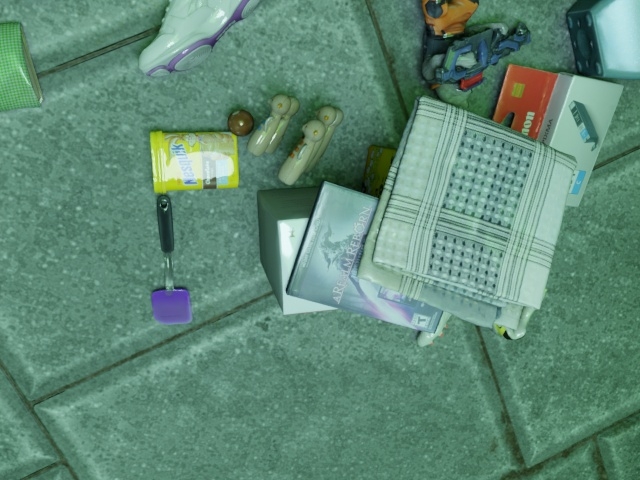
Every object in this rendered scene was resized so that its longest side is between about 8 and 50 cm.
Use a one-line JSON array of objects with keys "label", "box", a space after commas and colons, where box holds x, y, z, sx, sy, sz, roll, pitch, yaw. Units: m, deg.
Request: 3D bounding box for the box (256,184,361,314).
[{"label": "box", "box": [0.000, 0.000, 1.081, 0.215, 0.345, 0.168, -4, 104, -11]}]

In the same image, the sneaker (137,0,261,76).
[{"label": "sneaker", "box": [-0.248, -0.444, 1.058, 0.305, 0.114, 0.152, -44, 95, -4]}]

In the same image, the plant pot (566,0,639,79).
[{"label": "plant pot", "box": [0.695, -0.473, 1.191, 0.252, 0.248, 0.247, -18, 108, 9]}]

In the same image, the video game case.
[{"label": "video game case", "box": [0.101, 0.033, 0.911, 0.274, 0.026, 0.196, 16, 100, -14]}]

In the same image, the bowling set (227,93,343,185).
[{"label": "bowling set", "box": [-0.073, -0.231, 1.066, 0.200, 0.287, 0.154, 32, 104, -4]}]

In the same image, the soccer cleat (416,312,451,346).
[{"label": "soccer cleat", "box": [0.290, 0.171, 1.341, 0.076, 0.068, 0.196, 38, 91, -3]}]

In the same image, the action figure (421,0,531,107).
[{"label": "action figure", "box": [0.302, -0.455, 1.174, 0.341, 0.178, 0.330, -23, 116, -38]}]

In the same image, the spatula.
[{"label": "spatula", "box": [-0.329, 0.048, 1.182, 0.084, 0.030, 0.296, -3, 104, -10]}]

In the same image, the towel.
[{"label": "towel", "box": [0.245, -0.036, 0.883, 0.312, 0.056, 0.324, 19, 88, -14]}]

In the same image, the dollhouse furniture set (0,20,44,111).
[{"label": "dollhouse furniture set", "box": [-0.641, -0.364, 0.946, 0.197, 0.151, 0.302, -13, 106, -8]}]

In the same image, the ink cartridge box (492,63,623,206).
[{"label": "ink cartridge box", "box": [0.521, -0.235, 1.266, 0.261, 0.066, 0.296, 5, 112, -14]}]

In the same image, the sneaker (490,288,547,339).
[{"label": "sneaker", "box": [0.491, 0.059, 1.288, 0.145, 0.147, 0.385, 4, 112, -14]}]

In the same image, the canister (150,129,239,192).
[{"label": "canister", "box": [-0.257, -0.164, 1.127, 0.169, 0.073, 0.126, -4, 103, -14]}]

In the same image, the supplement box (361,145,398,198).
[{"label": "supplement box", "box": [0.217, -0.075, 1.105, 0.195, 0.356, 0.194, 7, 102, -12]}]
